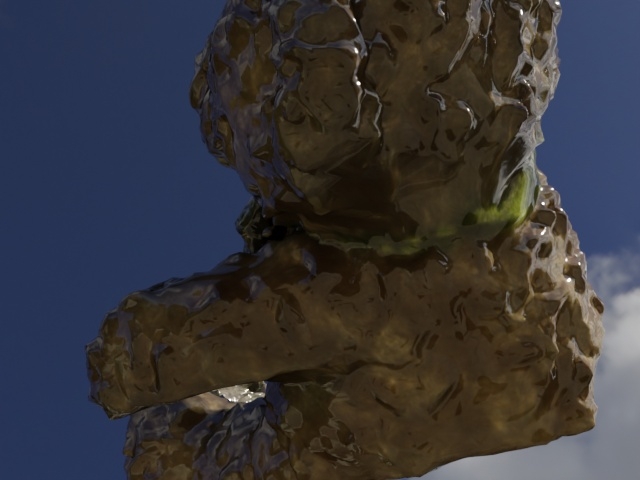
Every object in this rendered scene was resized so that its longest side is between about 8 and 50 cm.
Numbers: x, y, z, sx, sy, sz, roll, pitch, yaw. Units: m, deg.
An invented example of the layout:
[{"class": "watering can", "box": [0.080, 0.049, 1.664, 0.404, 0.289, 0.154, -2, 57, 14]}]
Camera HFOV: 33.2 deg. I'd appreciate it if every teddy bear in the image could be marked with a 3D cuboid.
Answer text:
[{"class": "teddy bear", "box": [-0.007, 0.001, 0.454, 0.246, 0.296, 0.222, -34, -83, -37]}]

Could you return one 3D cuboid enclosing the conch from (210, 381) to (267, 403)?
[{"class": "conch", "box": [-0.118, 0.245, 1.269, 0.245, 0.163, 0.178, -36, -105, -2]}]
